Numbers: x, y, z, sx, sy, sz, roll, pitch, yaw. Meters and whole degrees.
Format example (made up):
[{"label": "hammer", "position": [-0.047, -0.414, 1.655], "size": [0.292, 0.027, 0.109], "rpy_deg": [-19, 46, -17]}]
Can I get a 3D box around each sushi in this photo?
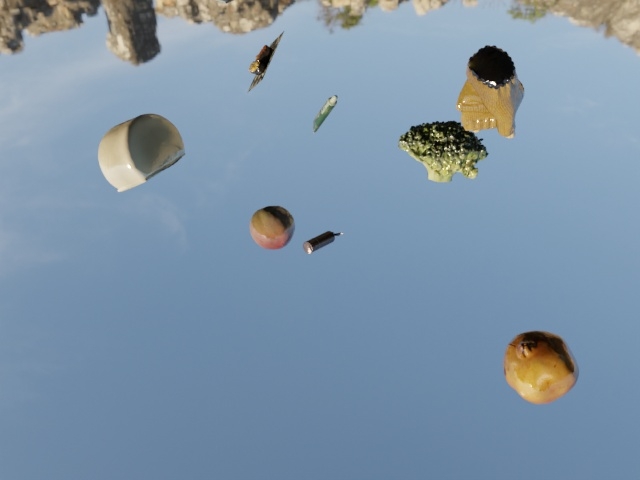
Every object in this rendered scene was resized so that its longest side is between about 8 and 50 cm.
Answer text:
[{"label": "sushi", "position": [-0.130, -0.394, 1.307], "size": [0.026, 0.126, 0.120], "rpy_deg": [26, 168, -20]}]

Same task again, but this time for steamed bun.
[{"label": "steamed bun", "position": [-0.504, -0.258, 1.681], "size": [0.146, 0.164, 0.242], "rpy_deg": [-14, -159, 30]}]

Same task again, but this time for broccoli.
[{"label": "broccoli", "position": [0.428, -0.294, 2.135], "size": [0.247, 0.246, 0.288], "rpy_deg": [-32, -134, -33]}]

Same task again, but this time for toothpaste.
[{"label": "toothpaste", "position": [0.011, -0.423, 1.997], "size": [0.031, 0.204, 0.049], "rpy_deg": [6, -112, -21]}]

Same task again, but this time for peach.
[{"label": "peach", "position": [-0.085, -0.021, 1.062], "size": [0.083, 0.083, 0.083], "rpy_deg": [-2, -144, 1]}]

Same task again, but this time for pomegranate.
[{"label": "pomegranate", "position": [0.629, 0.361, 1.717], "size": [0.208, 0.209, 0.209], "rpy_deg": [-2, -144, 1]}]

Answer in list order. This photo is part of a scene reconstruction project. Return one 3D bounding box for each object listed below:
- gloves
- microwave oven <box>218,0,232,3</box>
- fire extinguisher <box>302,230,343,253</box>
[{"label": "gloves", "position": [0.503, -0.419, 1.740], "size": [0.155, 0.356, 0.203], "rpy_deg": [-43, -112, -9]}, {"label": "microwave oven", "position": [-0.253, -0.896, 1.702], "size": [0.286, 0.355, 0.218], "rpy_deg": [-31, -141, -18]}, {"label": "fire extinguisher", "position": [0.000, 0.000, 2.047], "size": [0.078, 0.045, 0.157], "rpy_deg": [-1, -162, 41]}]
